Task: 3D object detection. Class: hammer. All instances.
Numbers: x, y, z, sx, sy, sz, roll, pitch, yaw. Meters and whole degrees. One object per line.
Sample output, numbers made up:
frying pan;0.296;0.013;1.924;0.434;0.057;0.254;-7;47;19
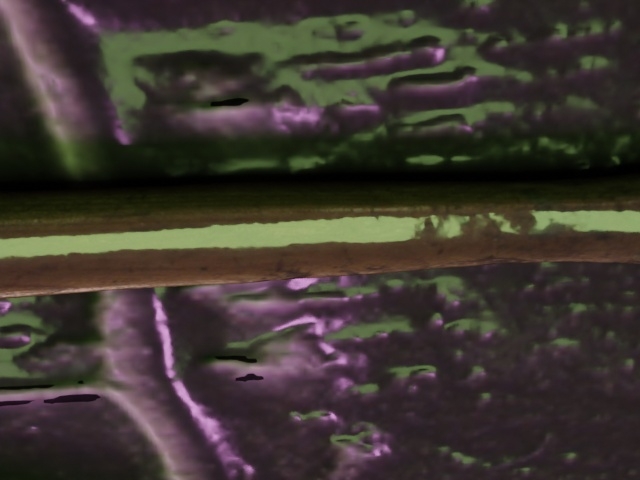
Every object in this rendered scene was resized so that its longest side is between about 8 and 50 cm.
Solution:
hammer;0.000;0.000;0.447;0.440;0.044;0.168;-4;120;-4
